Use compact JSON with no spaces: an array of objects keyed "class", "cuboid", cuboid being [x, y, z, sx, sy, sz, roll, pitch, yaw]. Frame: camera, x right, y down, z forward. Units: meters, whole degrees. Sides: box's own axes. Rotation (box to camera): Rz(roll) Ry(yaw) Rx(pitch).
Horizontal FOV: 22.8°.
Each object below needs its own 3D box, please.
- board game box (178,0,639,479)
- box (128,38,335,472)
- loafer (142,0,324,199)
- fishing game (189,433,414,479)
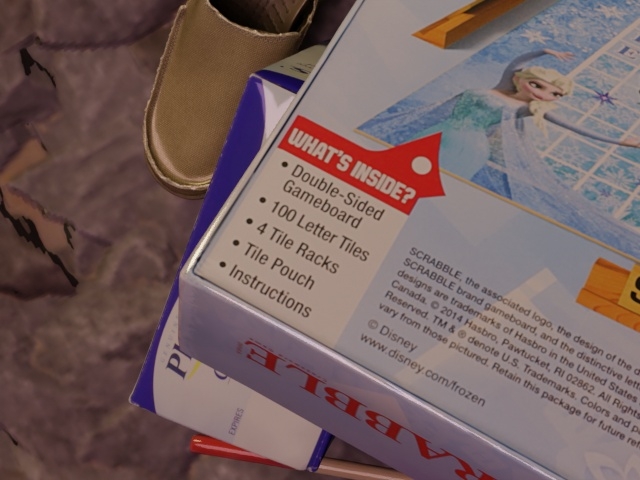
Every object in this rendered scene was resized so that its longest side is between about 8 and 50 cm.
[{"class":"board game box","cuboid":[0.171,-0.029,0.483,0.318,0.066,0.318,29,67,6]},{"class":"box","cuboid":[0.000,0.000,0.586,0.072,0.137,0.126,23,106,6]},{"class":"loafer","cuboid":[-0.032,-0.081,0.622,0.056,0.050,0.148,28,106,6]},{"class":"fishing game","cuboid":[0.005,0.209,0.682,0.189,0.041,0.264,8,105,8]}]
